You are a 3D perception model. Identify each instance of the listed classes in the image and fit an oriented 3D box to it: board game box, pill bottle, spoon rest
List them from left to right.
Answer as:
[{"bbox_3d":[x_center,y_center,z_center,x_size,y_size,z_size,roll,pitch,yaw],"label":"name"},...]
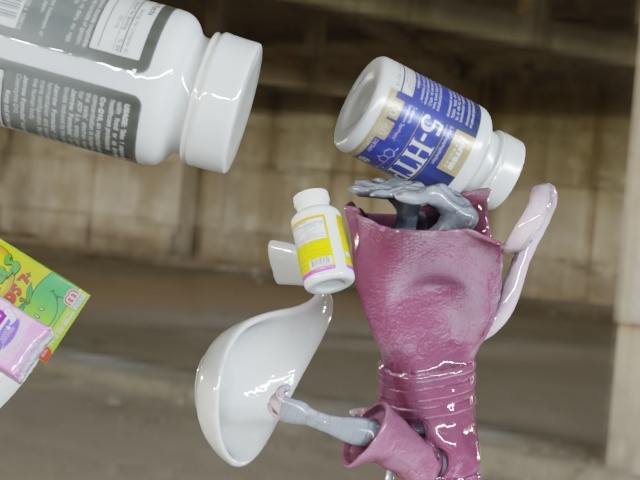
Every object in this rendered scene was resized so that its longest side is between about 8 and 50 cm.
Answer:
[{"bbox_3d":[-0.353,0.051,1.879,0.181,0.092,0.043,36,-5,-33],"label":"board game box"},{"bbox_3d":[-0.211,-0.166,1.696,0.283,0.161,0.161,16,2,2],"label":"pill bottle"},{"bbox_3d":[-0.050,0.101,1.660,0.084,0.137,0.276,1,38,19],"label":"spoon rest"},{"bbox_3d":[0.000,0.000,1.429,0.043,0.083,0.043,-10,-21,-4],"label":"pill bottle"},{"bbox_3d":[0.120,-0.109,1.830,0.187,0.112,0.112,25,-5,-15],"label":"pill bottle"}]

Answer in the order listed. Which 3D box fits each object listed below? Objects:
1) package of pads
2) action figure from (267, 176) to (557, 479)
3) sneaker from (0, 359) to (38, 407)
[{"bbox_3d":[-0.259,0.072,1.364,0.083,0.050,0.032,31,-18,12],"label":"package of pads"},{"bbox_3d":[0.110,0.125,1.622,0.276,0.370,0.248,-3,6,18],"label":"action figure"},{"bbox_3d":[-0.491,0.177,2.236,0.150,0.366,0.135,45,-16,-16],"label":"sneaker"}]
